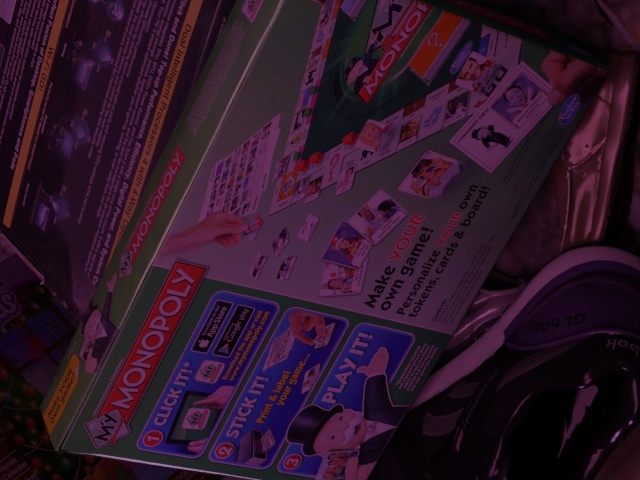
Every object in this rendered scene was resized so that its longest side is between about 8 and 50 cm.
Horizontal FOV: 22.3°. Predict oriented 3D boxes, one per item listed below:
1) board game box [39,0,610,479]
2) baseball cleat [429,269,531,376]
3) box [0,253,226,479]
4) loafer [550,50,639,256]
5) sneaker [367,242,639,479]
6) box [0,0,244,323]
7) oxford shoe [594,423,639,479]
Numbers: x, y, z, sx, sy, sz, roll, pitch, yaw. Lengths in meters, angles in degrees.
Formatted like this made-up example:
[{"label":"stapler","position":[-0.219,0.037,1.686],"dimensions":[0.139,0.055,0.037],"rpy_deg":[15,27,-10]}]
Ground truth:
[{"label":"board game box","position":[0.000,0.000,0.925],"dimensions":[0.317,0.214,0.046],"rpy_deg":[-61,34,21]},{"label":"baseball cleat","position":[0.054,0.071,1.069],"dimensions":[0.206,0.072,0.109],"rpy_deg":[-18,94,22]},{"label":"box","position":[-0.154,0.102,1.048],"dimensions":[0.201,0.293,0.057],"rpy_deg":[50,125,2]},{"label":"loafer","position":[0.160,-0.044,0.971],"dimensions":[0.050,0.056,0.148],"rpy_deg":[16,106,23]},{"label":"sneaker","position":[0.100,0.132,0.966],"dimensions":[0.107,0.124,0.283],"rpy_deg":[28,123,-7]},{"label":"box","position":[-0.130,-0.186,0.973],"dimensions":[0.318,0.097,0.395],"rpy_deg":[42,123,37]},{"label":"oxford shoe","position":[0.191,0.170,0.988],"dimensions":[0.123,0.130,0.348],"rpy_deg":[43,123,7]}]
